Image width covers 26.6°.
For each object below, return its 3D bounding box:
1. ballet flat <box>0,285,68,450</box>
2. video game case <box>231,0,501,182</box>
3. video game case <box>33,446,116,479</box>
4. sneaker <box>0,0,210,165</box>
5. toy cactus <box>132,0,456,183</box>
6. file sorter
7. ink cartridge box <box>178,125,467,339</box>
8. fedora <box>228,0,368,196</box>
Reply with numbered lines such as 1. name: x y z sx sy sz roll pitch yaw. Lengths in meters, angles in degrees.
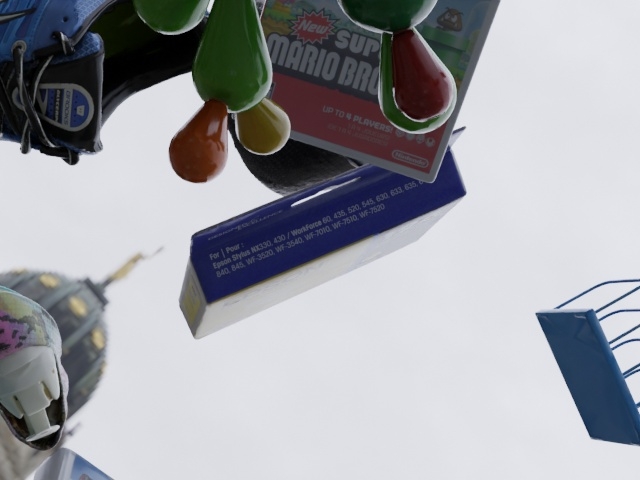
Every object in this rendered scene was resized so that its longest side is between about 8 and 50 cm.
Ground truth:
1. ballet flat: -0.230 0.109 1.052 0.221 0.077 0.079 91 -25 -63
2. video game case: 0.053 -0.210 1.233 0.204 0.025 0.285 18 -66 -2
3. video game case: -0.071 0.315 0.805 0.036 0.329 0.300 -40 -65 21
4. sneaker: -0.209 -0.119 0.859 0.147 0.330 0.130 43 -36 34
5. toy cactus: -0.020 -0.115 0.439 0.219 0.112 0.180 45 -43 -13
6. file sorter: 0.352 0.138 1.582 0.170 0.104 0.118 65 -20 -6
7. ink cartridge box: 0.000 0.000 1.454 0.307 0.303 0.072 130 -63 -76
8. fedora: -0.019 -0.152 1.668 0.152 0.334 0.334 -34 -82 19
